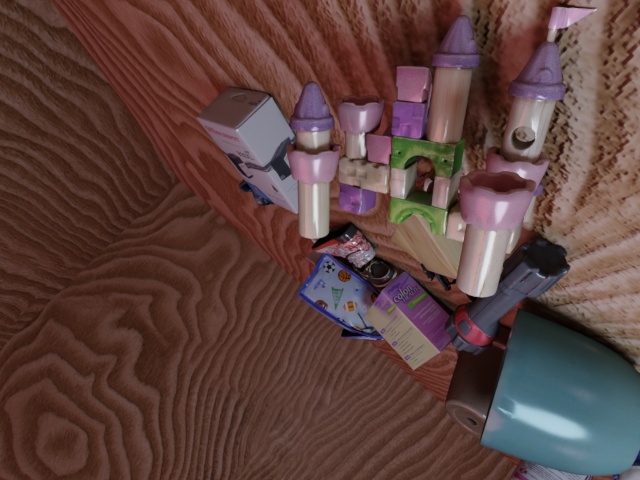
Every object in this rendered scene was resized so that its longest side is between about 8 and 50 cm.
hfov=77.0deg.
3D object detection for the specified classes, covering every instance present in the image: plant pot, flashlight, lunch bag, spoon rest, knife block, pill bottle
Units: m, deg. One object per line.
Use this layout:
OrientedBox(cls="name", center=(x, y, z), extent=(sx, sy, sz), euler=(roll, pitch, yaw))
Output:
OrientedBox(cls="plant pot", center=(0.455, 0.395, 1.071), extent=(0.263, 0.229, 0.263), euler=(32, 148, 23))
OrientedBox(cls="flashlight", center=(0.340, 0.113, 0.755), extent=(0.103, 0.103, 0.304), euler=(19, 141, 2))
OrientedBox(cls="lunch bag", center=(0.127, 0.256, 1.615), extent=(0.385, 0.239, 0.328), euler=(33, 177, 8))
OrientedBox(cls="spoon rest", center=(0.000, 0.000, 1.566), extent=(0.137, 0.084, 0.276), euler=(38, 153, 10))
OrientedBox(cls="knife block", center=(0.270, 0.017, 0.822), extent=(0.242, 0.088, 0.276), euler=(36, 166, 14))
OrientedBox(cls="plant pot", center=(0.477, 0.312, 0.798), extent=(0.235, 0.293, 0.293), euler=(17, 156, 26))
OrientedBox(cls="pill bottle", center=(0.689, 0.627, 1.151), extent=(0.160, 0.283, 0.160), euler=(38, 166, 11))

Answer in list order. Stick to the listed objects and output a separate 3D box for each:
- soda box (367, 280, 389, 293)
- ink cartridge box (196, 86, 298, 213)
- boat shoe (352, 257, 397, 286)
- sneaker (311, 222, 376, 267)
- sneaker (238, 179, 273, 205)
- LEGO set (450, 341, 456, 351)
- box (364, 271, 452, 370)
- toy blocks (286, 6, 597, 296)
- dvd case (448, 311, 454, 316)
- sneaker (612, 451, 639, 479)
OrientedBox(cls="soda box", center=(0.239, 0.171, 1.452), extent=(0.169, 0.053, 0.060), euler=(44, 167, -8))
OrientedBox(cls="ink cartridge box", center=(-0.159, -0.242, 1.098), extent=(0.223, 0.129, 0.307), euler=(29, 161, 43))
OrientedBox(cls="boat shoe", center=(0.173, 0.098, 1.345), extent=(0.068, 0.081, 0.227), euler=(41, 169, -17))
OrientedBox(cls="sneaker", center=(0.076, 0.035, 1.346), extent=(0.145, 0.090, 0.270), euler=(45, 155, -12))
OrientedBox(cls="sneaker", center=(-0.157, -0.157, 1.370), extent=(0.300, 0.121, 0.111), euler=(32, 164, 33))
OrientedBox(cls="LEGO set", center=(0.466, 0.342, 1.259), extent=(0.182, 0.060, 0.244), euler=(38, 163, 16))
OrientedBox(cls="box", center=(0.285, 0.260, 1.285), extent=(0.243, 0.117, 0.213), euler=(46, 152, 17))
OrientedBox(cls="toy blocks", center=(0.146, -0.142, 0.511), extent=(0.288, 0.309, 0.260), euler=(18, 123, 32))
OrientedBox(cls="dvd case", center=(0.494, 0.329, 1.315), extent=(0.180, 0.022, 0.253), euler=(35, 165, 29))
OrientedBox(cls="sneaker", center=(0.694, 0.484, 0.913), extent=(0.127, 0.182, 0.315), euler=(46, 165, -13))
